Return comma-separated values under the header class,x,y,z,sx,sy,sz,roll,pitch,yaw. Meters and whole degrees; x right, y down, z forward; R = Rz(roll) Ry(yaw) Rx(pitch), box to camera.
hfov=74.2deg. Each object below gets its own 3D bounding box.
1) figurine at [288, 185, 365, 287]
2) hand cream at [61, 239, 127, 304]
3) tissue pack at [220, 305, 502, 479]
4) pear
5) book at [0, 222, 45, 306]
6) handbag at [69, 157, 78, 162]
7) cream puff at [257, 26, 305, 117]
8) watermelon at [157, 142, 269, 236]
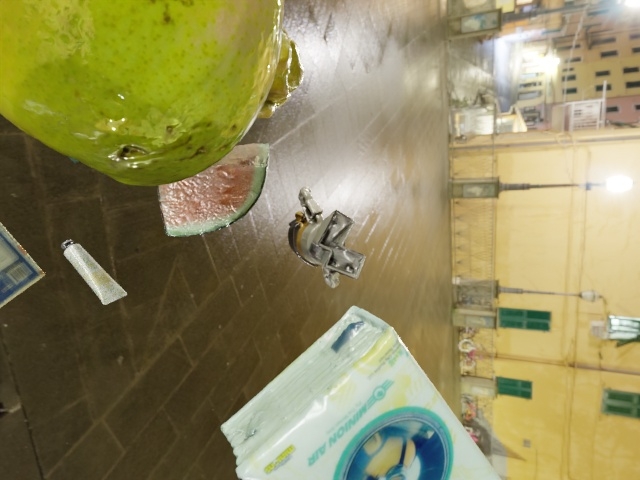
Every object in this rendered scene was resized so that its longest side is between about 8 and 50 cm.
class,x,y,z,sx,sy,sz,roll,pitch,yaw
figurine,-0.003,-0.003,1.190,0.143,0.308,0.308,-5,98,-27
hand cream,-0.558,0.074,1.031,0.042,0.194,0.067,-50,171,25
tissue pack,0.080,0.340,0.664,0.287,0.162,0.388,-40,110,-9
pear,-0.214,-0.267,0.508,0.391,0.391,0.390,2,90,-66
book,-0.885,0.036,1.043,0.228,0.018,0.322,-51,131,-40
handbag,-0.742,-0.379,1.256,0.100,0.274,0.268,-50,120,-37
cream puff,-0.231,-0.465,1.183,0.378,0.379,0.275,50,33,-56
watermelon,-0.253,-0.117,0.955,0.226,0.318,0.148,43,27,-47
